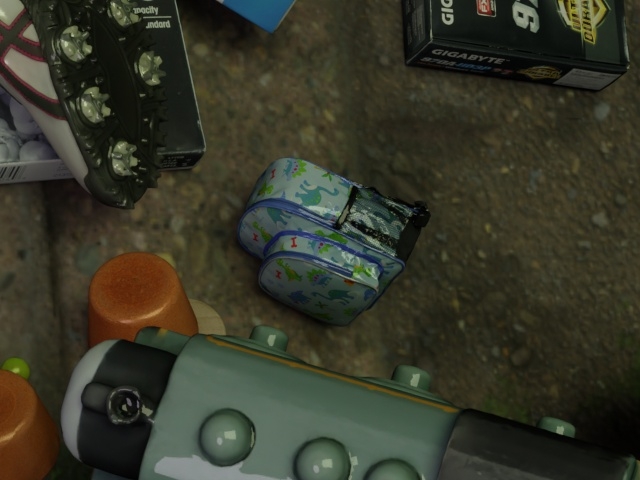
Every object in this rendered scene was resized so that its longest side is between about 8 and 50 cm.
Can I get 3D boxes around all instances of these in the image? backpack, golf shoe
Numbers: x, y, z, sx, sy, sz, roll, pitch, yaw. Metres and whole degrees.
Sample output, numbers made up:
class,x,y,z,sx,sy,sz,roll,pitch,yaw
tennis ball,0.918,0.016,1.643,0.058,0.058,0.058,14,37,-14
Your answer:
class,x,y,z,sx,sy,sz,roll,pitch,yaw
backpack,0.000,0.000,1.242,0.114,0.105,0.084,29,62,-6
golf shoe,-0.191,-0.142,1.171,0.105,0.120,0.273,-42,112,-54

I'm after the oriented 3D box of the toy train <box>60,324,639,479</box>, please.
class,x,y,z,sx,sy,sz,roll,pitch,yaw
toy train,0.024,0.127,0.955,0.334,0.190,0.142,17,81,13

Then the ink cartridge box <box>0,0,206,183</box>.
class,x,y,z,sx,sy,sz,roll,pitch,yaw
ink cartridge box,-0.197,-0.143,1.245,0.206,0.045,0.208,-6,72,-25

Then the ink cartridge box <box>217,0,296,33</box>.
class,x,y,z,sx,sy,sz,roll,pitch,yaw
ink cartridge box,-0.083,-0.256,1.291,0.190,0.082,0.140,31,39,-12

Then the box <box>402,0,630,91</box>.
class,x,y,z,sx,sy,sz,roll,pitch,yaw
box,0.150,-0.235,1.422,0.175,0.051,0.220,6,69,-21

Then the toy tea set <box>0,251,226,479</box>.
class,x,y,z,sx,sy,sz,roll,pitch,yaw
toy tea set,-0.163,0.163,1.131,0.200,0.124,0.336,34,61,25
